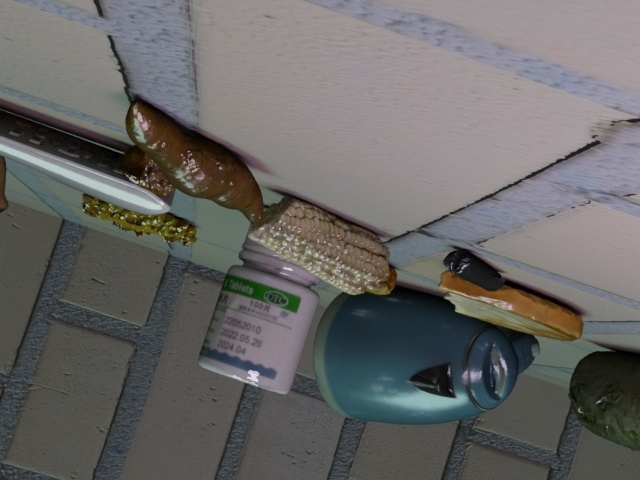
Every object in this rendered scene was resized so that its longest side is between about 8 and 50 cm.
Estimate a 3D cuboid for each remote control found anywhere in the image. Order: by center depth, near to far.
[{"bbox_3d":[-0.334,-0.102,1.484,0.313,0.055,0.109,20,-163,-9],"label":"remote control"}]

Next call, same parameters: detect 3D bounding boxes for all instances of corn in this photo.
[{"bbox_3d":[0.000,0.000,1.462,0.211,0.087,0.087,30,168,-37],"label":"corn"}]

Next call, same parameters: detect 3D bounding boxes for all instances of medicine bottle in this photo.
[{"bbox_3d":[-0.071,0.082,1.624,0.139,0.237,0.139,18,175,2],"label":"medicine bottle"}]

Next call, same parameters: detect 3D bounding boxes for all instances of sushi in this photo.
[{"bbox_3d":[-0.200,-0.082,1.410,0.055,0.052,0.120,16,174,17],"label":"sushi"}]

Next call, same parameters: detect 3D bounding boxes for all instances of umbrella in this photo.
[{"bbox_3d":[0.188,0.037,1.440,0.036,0.031,0.133,46,-170,31],"label":"umbrella"}]

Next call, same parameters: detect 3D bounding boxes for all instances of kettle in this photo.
[{"bbox_3d":[0.215,0.202,2.104,0.342,0.247,0.319,2,-164,42],"label":"kettle"}]

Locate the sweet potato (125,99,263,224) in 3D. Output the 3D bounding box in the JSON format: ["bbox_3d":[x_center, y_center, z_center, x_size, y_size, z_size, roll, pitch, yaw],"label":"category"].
[{"bbox_3d":[-0.126,-0.077,1.203,0.067,0.067,0.274,15,168,31],"label":"sweet potato"}]

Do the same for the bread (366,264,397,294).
[{"bbox_3d":[0.072,0.053,1.817,0.074,0.053,0.132,17,176,17],"label":"bread"}]

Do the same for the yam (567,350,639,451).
[{"bbox_3d":[0.526,0.262,1.892,0.161,0.161,0.268,21,176,-20],"label":"yam"}]

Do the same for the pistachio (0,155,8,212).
[{"bbox_3d":[-0.544,-0.126,1.623,0.260,0.163,0.213,30,161,37],"label":"pistachio"}]

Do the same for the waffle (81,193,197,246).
[{"bbox_3d":[-0.348,-0.041,2.266,0.231,0.051,0.228,18,171,-5],"label":"waffle"}]

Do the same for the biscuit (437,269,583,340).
[{"bbox_3d":[0.268,0.093,1.653,0.204,0.040,0.309,17,174,13],"label":"biscuit"}]
